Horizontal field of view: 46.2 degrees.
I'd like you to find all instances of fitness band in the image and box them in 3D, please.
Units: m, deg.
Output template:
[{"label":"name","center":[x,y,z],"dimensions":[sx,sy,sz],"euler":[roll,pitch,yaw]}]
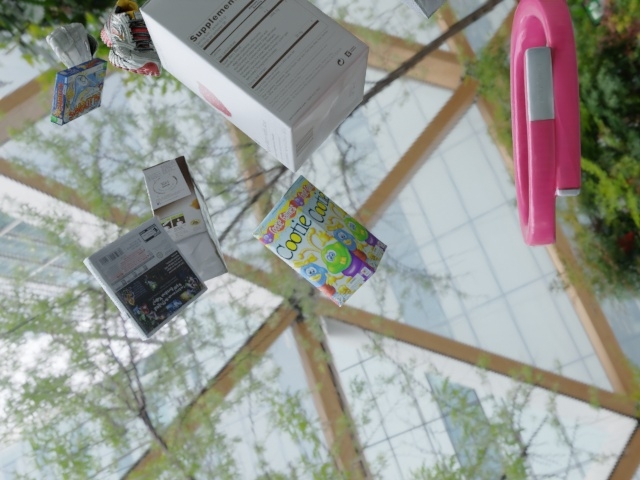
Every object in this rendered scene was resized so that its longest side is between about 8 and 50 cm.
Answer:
[{"label":"fitness band","center":[0.257,-0.138,0.872],"dimensions":[0.209,0.054,0.290],"euler":[-43,-50,-77]}]

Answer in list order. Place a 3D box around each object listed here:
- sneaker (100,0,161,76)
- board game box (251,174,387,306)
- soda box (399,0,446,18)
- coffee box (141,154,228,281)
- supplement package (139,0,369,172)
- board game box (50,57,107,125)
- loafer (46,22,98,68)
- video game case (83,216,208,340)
[{"label":"sneaker","center":[-0.352,-0.380,1.401],"dimensions":[0.088,0.092,0.225],"euler":[3,-143,-39]},{"label":"board game box","center":[0.000,0.000,1.804],"dimensions":[0.275,0.144,0.142],"euler":[39,-150,-4]},{"label":"soda box","center":[0.124,-0.477,1.261],"dimensions":[0.091,0.098,0.286],"euler":[40,-171,-40]},{"label":"coffee box","center":[-0.284,-0.043,1.568],"dimensions":[0.141,0.098,0.246],"euler":[72,175,-49]},{"label":"supplement package","center":[-0.096,-0.279,1.145],"dimensions":[0.293,0.175,0.177],"euler":[40,168,11]},{"label":"board game box","center":[-0.633,-0.394,1.973],"dimensions":[0.035,0.136,0.201],"euler":[22,-151,5]},{"label":"loafer","center":[-0.680,-0.531,2.134],"dimensions":[0.112,0.111,0.319],"euler":[55,174,-3]},{"label":"video game case","center":[-0.309,0.064,1.352],"dimensions":[0.173,0.022,0.190],"euler":[54,-145,-5]}]
